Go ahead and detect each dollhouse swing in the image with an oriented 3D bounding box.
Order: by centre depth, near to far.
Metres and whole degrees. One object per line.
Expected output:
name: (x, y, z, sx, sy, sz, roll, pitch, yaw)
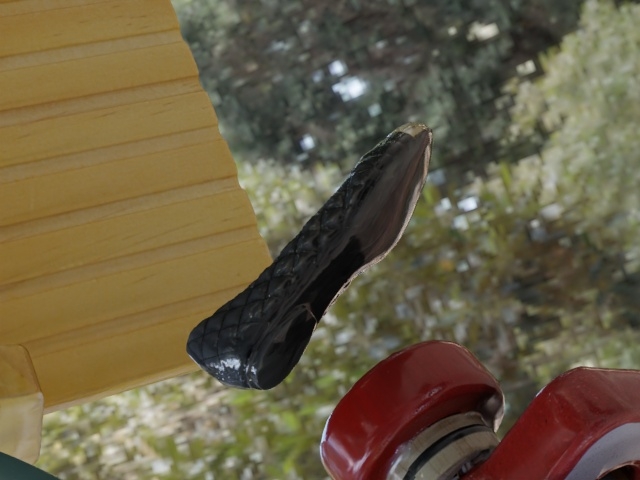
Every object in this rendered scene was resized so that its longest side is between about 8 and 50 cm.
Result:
dollhouse swing: (-0.178, -0.066, 0.857, 0.305, 0.315, 0.347, -18, -104, -16)

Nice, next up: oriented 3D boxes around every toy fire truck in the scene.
toy fire truck: (0.105, 0.190, 0.835, 0.254, 0.302, 0.169, 7, -148, -49)

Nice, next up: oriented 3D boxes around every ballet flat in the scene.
ballet flat: (0.000, 0.000, 0.741, 0.173, 0.049, 0.057, -49, -33, -27)

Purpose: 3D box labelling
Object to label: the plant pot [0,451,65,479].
plant pot: (-0.120, 0.179, 0.374, 0.293, 0.293, 0.235, 27, -172, -48)
